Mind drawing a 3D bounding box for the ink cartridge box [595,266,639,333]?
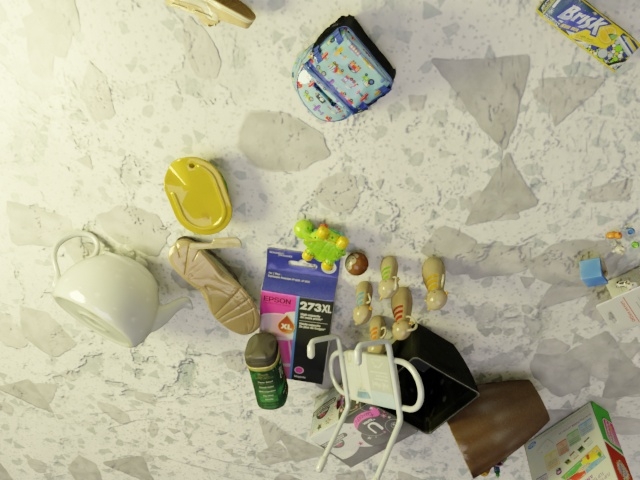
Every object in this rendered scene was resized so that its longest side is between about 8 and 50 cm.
[{"bbox_3d":[0.698,0.118,1.262,0.181,0.061,0.104,-31,114,24],"label":"ink cartridge box"}]

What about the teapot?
[{"bbox_3d":[-0.475,0.113,1.350,0.252,0.187,0.256,10,147,33],"label":"teapot"}]

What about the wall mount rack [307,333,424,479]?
[{"bbox_3d":[0.076,0.364,1.276,0.130,0.350,0.304,-7,88,-31],"label":"wall mount rack"}]

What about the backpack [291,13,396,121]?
[{"bbox_3d":[0.028,-0.291,1.049,0.173,0.117,0.158,-32,113,28],"label":"backpack"}]

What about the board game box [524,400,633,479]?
[{"bbox_3d":[0.637,0.591,1.432,0.064,0.316,0.242,32,122,-13],"label":"board game box"}]

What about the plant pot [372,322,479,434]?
[{"bbox_3d":[0.239,0.314,1.391,0.188,0.167,0.187,31,122,-14],"label":"plant pot"}]

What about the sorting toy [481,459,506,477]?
[{"bbox_3d":[0.488,0.643,1.651,0.061,0.042,0.102,40,119,-18],"label":"sorting toy"}]

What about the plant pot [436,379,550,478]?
[{"bbox_3d":[0.436,0.440,1.446,0.230,0.215,0.215,-25,118,4],"label":"plant pot"}]

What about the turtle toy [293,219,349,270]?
[{"bbox_3d":[0.000,0.000,1.274,0.130,0.066,0.095,28,123,-10],"label":"turtle toy"}]

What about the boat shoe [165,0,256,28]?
[{"bbox_3d":[-0.198,-0.412,1.034,0.170,0.063,0.059,26,126,1],"label":"boat shoe"}]

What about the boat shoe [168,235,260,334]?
[{"bbox_3d":[-0.239,0.099,1.357,0.103,0.092,0.285,-36,110,13],"label":"boat shoe"}]

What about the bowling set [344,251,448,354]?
[{"bbox_3d":[0.128,0.130,1.291,0.200,0.154,0.287,28,122,-11],"label":"bowling set"}]

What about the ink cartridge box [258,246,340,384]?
[{"bbox_3d":[-0.058,0.193,1.416,0.176,0.069,0.371,8,122,3],"label":"ink cartridge box"}]

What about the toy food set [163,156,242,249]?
[{"bbox_3d":[-0.249,-0.087,1.247,0.128,0.071,0.218,-10,117,9],"label":"toy food set"}]

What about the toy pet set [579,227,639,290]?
[{"bbox_3d":[0.604,0.050,1.209,0.114,0.065,0.122,-16,99,39],"label":"toy pet set"}]

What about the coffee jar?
[{"bbox_3d":[-0.130,0.316,1.410,0.079,0.096,0.184,-5,123,8],"label":"coffee jar"}]

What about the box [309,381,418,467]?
[{"bbox_3d":[0.112,0.453,1.515,0.163,0.142,0.247,40,119,-19],"label":"box"}]

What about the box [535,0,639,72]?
[{"bbox_3d":[0.451,-0.361,0.982,0.169,0.054,0.059,30,123,-13],"label":"box"}]
